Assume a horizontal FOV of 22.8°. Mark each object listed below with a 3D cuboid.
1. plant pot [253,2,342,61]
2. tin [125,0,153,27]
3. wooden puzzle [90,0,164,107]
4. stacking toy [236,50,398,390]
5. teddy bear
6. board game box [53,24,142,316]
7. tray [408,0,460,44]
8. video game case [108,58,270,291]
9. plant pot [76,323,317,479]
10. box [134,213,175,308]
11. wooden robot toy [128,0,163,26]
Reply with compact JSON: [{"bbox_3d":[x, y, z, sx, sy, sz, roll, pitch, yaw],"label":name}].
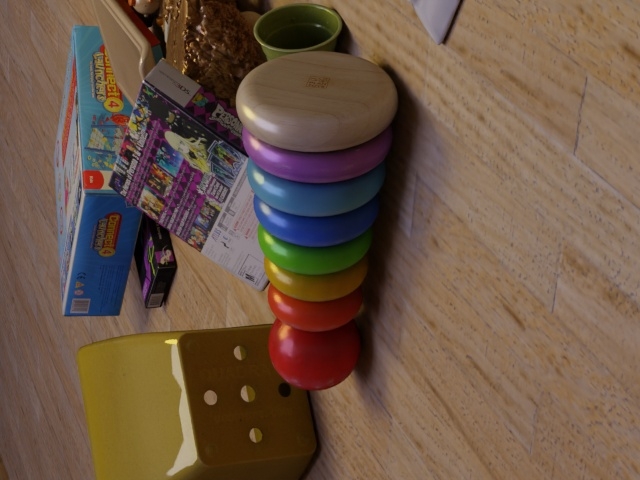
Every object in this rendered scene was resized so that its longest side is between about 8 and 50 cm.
[{"bbox_3d":[-0.018,-0.170,1.509,0.083,0.083,0.079,-120,19,-48],"label":"plant pot"},{"bbox_3d":[-0.260,-0.370,2.098,0.106,0.040,0.189,-92,-13,-77],"label":"tin"},{"bbox_3d":[-0.236,-0.229,2.045,0.238,0.044,0.221,57,166,38],"label":"wooden puzzle"},{"bbox_3d":[0.000,0.000,1.453,0.141,0.141,0.330,-123,25,-51],"label":"stacking toy"},{"bbox_3d":[-0.113,-0.212,1.739,0.338,0.113,0.245,148,121,-77],"label":"teddy bear"},{"bbox_3d":[-0.324,-0.097,2.294,0.308,0.086,0.302,111,155,-53],"label":"board game box"},{"bbox_3d":[0.064,-0.304,1.294,0.145,0.030,0.270,112,146,-52],"label":"tray"},{"bbox_3d":[-0.110,-0.060,1.648,0.210,0.042,0.232,34,150,2],"label":"video game case"},{"bbox_3d":[-0.120,0.189,1.729,0.187,0.212,0.212,-31,66,55],"label":"plant pot"},{"bbox_3d":[-0.243,-0.002,2.245,0.116,0.029,0.162,114,146,-55],"label":"box"},{"bbox_3d":[-0.195,-0.303,1.943,0.076,0.079,0.173,-142,48,-64],"label":"wooden robot toy"}]
